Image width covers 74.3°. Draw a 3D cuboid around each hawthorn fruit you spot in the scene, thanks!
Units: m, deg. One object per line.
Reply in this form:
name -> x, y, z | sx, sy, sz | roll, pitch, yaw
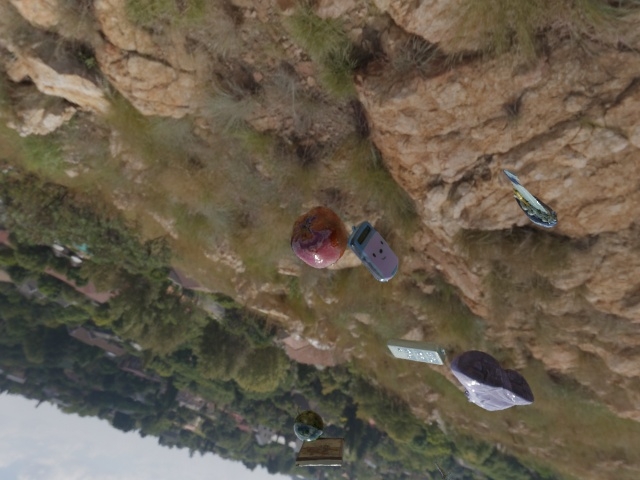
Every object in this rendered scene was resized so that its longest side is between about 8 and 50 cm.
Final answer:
hawthorn fruit -> 0.000, 0.000, 2.004 | 0.275, 0.275, 0.300 | -7, 125, 38

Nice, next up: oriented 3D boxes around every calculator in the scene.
calculator -> 0.232, 0.045, 1.849 | 0.293, 0.173, 0.051 | 49, 142, -13

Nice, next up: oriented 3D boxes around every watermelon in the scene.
watermelon -> -0.042, 0.605, 1.385 | 0.108, 0.109, 0.109 | 14, 150, 8

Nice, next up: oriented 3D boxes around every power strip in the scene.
power strip -> 0.147, 0.171, 0.655 | 0.090, 0.016, 0.040 | -1, 136, 35

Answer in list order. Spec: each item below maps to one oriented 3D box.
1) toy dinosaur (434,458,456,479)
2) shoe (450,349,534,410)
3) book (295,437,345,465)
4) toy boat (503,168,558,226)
toy dinosaur -> 0.370, 0.715, 1.217 | 0.037, 0.180, 0.058 | 18, 125, -10
shoe -> 0.413, 0.369, 1.086 | 0.244, 0.095, 0.138 | 28, 130, -17
book -> 0.005, 0.748, 1.509 | 0.157, 0.026, 0.231 | -4, 172, 5
toy boat -> 0.707, -0.159, 1.443 | 0.067, 0.221, 0.291 | -40, 126, 13
